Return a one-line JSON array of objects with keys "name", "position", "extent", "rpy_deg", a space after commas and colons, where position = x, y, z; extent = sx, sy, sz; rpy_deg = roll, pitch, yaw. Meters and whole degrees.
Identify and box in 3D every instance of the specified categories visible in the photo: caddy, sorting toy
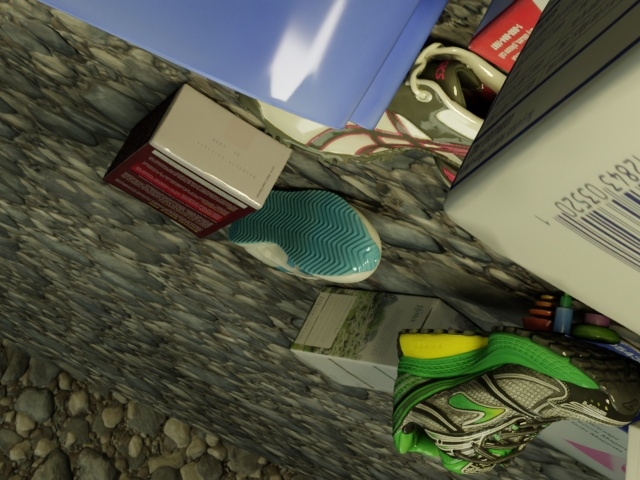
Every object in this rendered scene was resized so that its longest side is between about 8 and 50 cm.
[{"name": "caddy", "position": [-0.063, -0.201, 1.050], "extent": [0.341, 0.179, 0.241], "rpy_deg": [25, -171, 8]}, {"name": "sorting toy", "position": [0.247, 0.074, 1.697], "extent": [0.102, 0.042, 0.061], "rpy_deg": [7, 172, 26]}]

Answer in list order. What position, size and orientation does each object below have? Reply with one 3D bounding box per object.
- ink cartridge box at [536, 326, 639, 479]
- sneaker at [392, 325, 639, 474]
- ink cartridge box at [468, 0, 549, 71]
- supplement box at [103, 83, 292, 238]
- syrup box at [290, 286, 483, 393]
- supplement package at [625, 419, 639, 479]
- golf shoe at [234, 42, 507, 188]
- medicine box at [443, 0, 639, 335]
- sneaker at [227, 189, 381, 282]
[{"name": "ink cartridge box", "position": [0.346, 0.208, 1.907], "extent": [0.324, 0.071, 0.330], "rpy_deg": [30, 166, -10]}, {"name": "sneaker", "position": [0.196, 0.166, 1.716], "extent": [0.134, 0.146, 0.343], "rpy_deg": [14, 169, -30]}, {"name": "ink cartridge box", "position": [0.247, -0.107, 0.931], "extent": [0.273, 0.114, 0.197], "rpy_deg": [30, 164, -8]}, {"name": "supplement box", "position": [-0.131, -0.076, 1.766], "extent": [0.130, 0.073, 0.239], "rpy_deg": [32, 164, -13]}, {"name": "syrup box", "position": [0.078, 0.121, 2.024], "extent": [0.096, 0.093, 0.237], "rpy_deg": [37, 162, -30]}, {"name": "supplement package", "position": [0.375, 0.286, 1.631], "extent": [0.134, 0.244, 0.139], "rpy_deg": [-17, -154, -42]}, {"name": "golf shoe", "position": [0.065, -0.113, 1.304], "extent": [0.273, 0.105, 0.120], "rpy_deg": [18, 148, 11]}, {"name": "medicine box", "position": [0.200, -0.119, 0.630], "extent": [0.149, 0.289, 0.263], "rpy_deg": [31, 165, -4]}, {"name": "sneaker", "position": [0.000, 0.000, 1.797], "extent": [0.092, 0.087, 0.228], "rpy_deg": [29, 174, -34]}]
